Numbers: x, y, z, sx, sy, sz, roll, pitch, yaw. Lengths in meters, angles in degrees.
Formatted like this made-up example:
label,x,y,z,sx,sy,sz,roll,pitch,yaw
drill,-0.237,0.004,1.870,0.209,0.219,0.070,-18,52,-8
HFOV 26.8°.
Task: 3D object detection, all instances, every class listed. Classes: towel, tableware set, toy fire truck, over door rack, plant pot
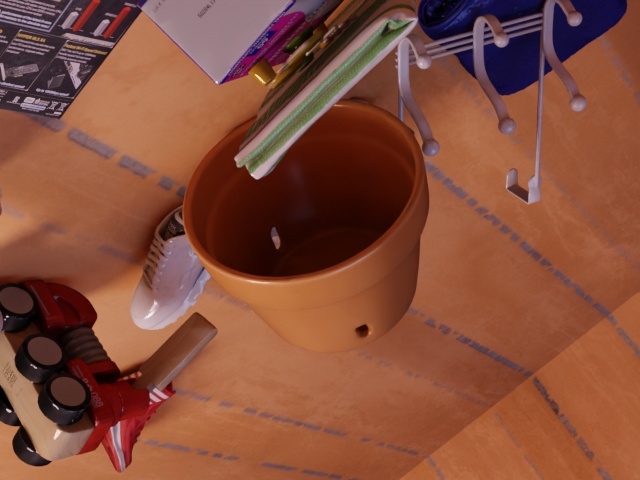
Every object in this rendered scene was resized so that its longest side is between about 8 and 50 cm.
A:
label,x,y,z,sx,sy,sz,roll,pitch,yaw
towel,0.018,-0.197,1.442,0.248,0.038,0.325,-44,-169,18
tableware set,-0.025,-0.186,1.332,0.104,0.024,0.154,-41,-179,29
towel,0.262,-0.307,1.734,0.228,0.076,0.308,-34,156,15
toy fire truck,-0.278,0.137,1.671,0.246,0.217,0.158,-8,143,-44
over door rack,0.205,-0.134,1.700,0.239,0.108,0.324,-17,136,-22
plant pot,0.000,0.000,1.632,0.291,0.291,0.203,-30,137,-10

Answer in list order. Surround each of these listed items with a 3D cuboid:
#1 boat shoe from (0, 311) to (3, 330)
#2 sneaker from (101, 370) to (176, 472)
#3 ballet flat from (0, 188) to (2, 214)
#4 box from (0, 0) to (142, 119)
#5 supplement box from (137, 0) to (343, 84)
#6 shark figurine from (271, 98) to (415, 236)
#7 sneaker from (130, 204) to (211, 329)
label,x,y,z,sx,sy,sz,roll,pitch,yaw
boat shoe,-0.471,0.150,1.610,0.277,0.098,0.096,-34,157,20
sneaker,-0.275,0.273,2.062,0.128,0.087,0.221,-25,154,-18
ballet flat,-0.423,-0.041,1.353,0.241,0.077,0.091,-9,145,-41
box,-0.292,-0.232,1.181,0.242,0.076,0.307,-48,152,24
supplement box,-0.067,-0.239,1.312,0.111,0.114,0.220,-46,179,21
shark figurine,0.020,-0.061,1.813,0.278,0.116,0.166,-37,156,9
sneaker,-0.187,0.017,1.744,0.095,0.090,0.235,16,118,-49
